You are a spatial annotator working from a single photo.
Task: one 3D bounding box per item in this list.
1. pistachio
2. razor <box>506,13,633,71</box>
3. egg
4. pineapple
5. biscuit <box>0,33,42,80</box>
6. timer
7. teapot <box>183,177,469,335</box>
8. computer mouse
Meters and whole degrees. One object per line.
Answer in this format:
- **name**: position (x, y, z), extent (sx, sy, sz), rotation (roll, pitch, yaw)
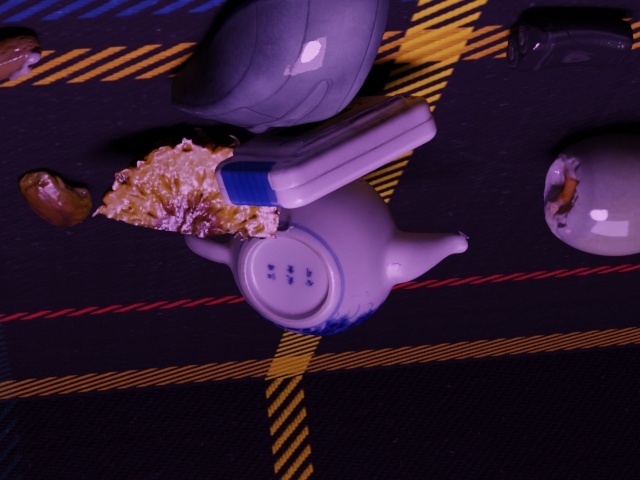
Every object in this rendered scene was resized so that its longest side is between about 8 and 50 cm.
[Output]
- **pistachio**: position (-0.373, -0.053, 2.432), extent (0.089, 0.049, 0.173), rotation (-10, 163, 6)
- **razor**: position (0.307, -0.243, 2.088), extent (0.148, 0.054, 0.090), rotation (-3, 162, -16)
- **egg**: position (0.445, -0.066, 2.494), extent (0.217, 0.183, 0.183), rotation (6, 160, -17)
- **pineapple**: position (-0.171, -0.098, 2.330), extent (0.249, 0.140, 0.164), rotation (9, -157, -2)
- **biscuit**: position (-0.474, -0.176, 1.915), extent (0.301, 0.049, 0.197), rotation (-8, 166, -40)
- **timer**: position (0.004, -0.120, 2.138), extent (0.253, 0.078, 0.178), rotation (-30, -160, -32)
- **teapot**: position (0.000, 0.000, 2.486), extent (0.424, 0.252, 0.280), rotation (7, -154, 20)
- **computer mouse**: position (-0.046, -0.196, 2.009), extent (0.188, 0.122, 0.371), rotation (2, 164, -26)
